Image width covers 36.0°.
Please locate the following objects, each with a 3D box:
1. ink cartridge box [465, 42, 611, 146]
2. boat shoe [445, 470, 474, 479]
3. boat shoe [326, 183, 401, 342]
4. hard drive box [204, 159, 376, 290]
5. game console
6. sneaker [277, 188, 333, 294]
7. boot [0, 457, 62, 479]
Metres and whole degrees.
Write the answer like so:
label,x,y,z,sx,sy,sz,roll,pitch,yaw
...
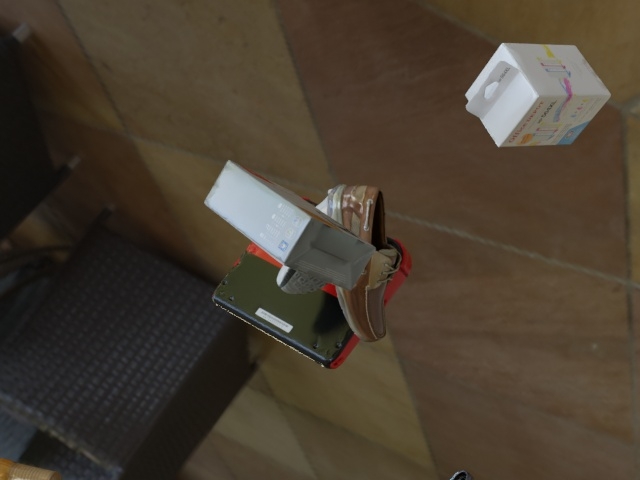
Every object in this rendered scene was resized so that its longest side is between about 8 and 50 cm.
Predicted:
label,x,y,z,sx,sy,sz,roll,pitch,yaw
ink cartridge box,0.255,-0.175,1.190,0.090,0.143,0.092,63,142,28
boat shoe,0.267,0.600,2.315,0.075,0.206,0.065,61,176,45
boat shoe,0.097,0.045,1.962,0.116,0.123,0.324,-7,99,24
hard drive box,-0.053,-0.024,1.638,0.232,0.089,0.181,34,-173,40
game console,-0.018,0.085,2.274,0.387,0.342,0.060,26,161,32
sneaker,0.000,0.000,2.180,0.129,0.297,0.111,13,146,49
boot,-0.532,0.504,1.619,0.211,0.295,0.104,1,179,13
